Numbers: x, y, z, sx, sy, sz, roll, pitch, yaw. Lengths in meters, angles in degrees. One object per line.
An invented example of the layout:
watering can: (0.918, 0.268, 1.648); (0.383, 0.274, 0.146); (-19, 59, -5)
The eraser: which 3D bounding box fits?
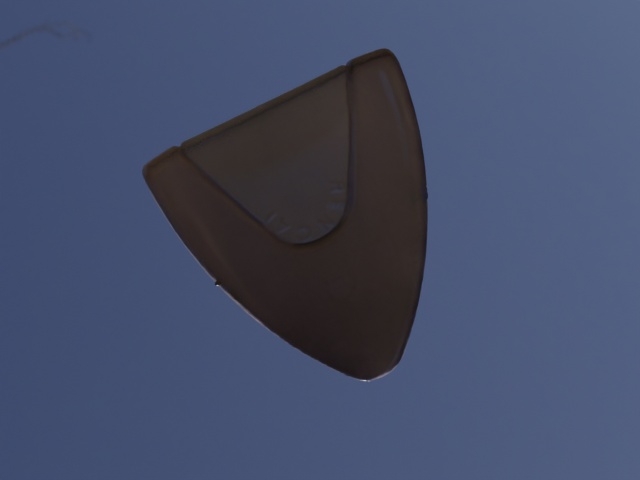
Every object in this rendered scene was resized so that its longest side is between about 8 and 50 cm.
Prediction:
eraser: (-0.001, 0.000, 1.134); (0.243, 0.204, 0.059); (68, 172, -26)
